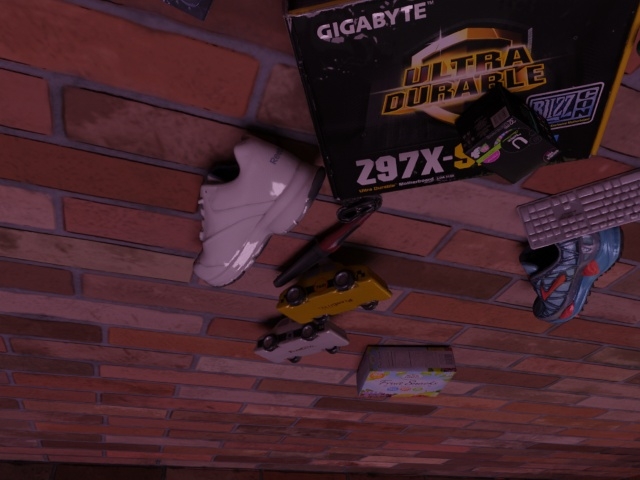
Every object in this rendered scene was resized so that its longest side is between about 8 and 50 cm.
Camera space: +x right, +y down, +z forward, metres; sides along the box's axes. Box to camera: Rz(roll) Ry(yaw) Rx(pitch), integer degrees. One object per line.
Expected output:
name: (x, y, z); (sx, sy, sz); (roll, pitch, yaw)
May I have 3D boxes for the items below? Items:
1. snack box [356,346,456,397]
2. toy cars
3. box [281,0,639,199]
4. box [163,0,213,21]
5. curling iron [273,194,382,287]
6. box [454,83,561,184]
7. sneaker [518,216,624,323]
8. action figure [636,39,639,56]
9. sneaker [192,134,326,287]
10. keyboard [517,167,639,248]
snack box: (0.203, 0.325, 1.182); (0.207, 0.070, 0.174); (1, 143, -7)
toy cars: (-0.010, 0.132, 0.908); (0.177, 0.087, 0.393); (9, 145, -15)
box: (0.146, -0.175, 0.519); (0.322, 0.079, 0.257); (-9, 144, 7)
box: (-0.134, -0.253, 0.443); (0.083, 0.018, 0.067); (19, 137, -26)
curling iron: (0.000, 0.000, 0.771); (0.068, 0.035, 0.274); (23, 135, -24)
box: (0.195, -0.108, 0.503); (0.083, 0.052, 0.062); (21, 138, -30)
sneaker: (0.399, 0.043, 0.826); (0.125, 0.104, 0.261); (9, 137, 8)
action figure: (0.364, -0.243, 0.386); (0.232, 0.137, 0.063); (-49, 166, 34)
sneaker: (-0.116, -0.039, 0.680); (0.129, 0.111, 0.297); (36, 131, -13)
keyboard: (0.426, -0.057, 0.697); (0.256, 0.072, 0.014); (-18, 165, 19)
